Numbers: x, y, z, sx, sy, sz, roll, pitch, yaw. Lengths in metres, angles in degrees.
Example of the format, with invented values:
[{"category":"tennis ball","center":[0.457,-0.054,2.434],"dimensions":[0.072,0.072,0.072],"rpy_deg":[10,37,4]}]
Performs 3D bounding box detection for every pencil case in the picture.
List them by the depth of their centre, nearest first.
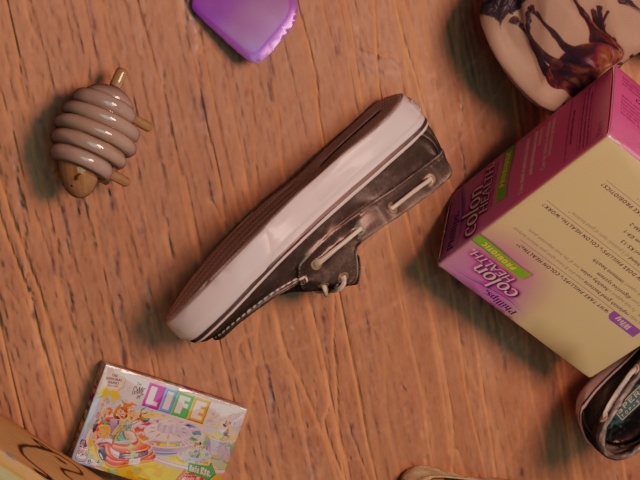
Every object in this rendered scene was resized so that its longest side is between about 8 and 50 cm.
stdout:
[{"category":"pencil case","center":[0.332,-0.284,1.578],"dimensions":[0.183,0.160,0.410],"rpy_deg":[35,130,-19]}]

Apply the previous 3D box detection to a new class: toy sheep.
[{"category":"toy sheep","center":[-0.211,-0.103,1.586],"dimensions":[0.091,0.091,0.132],"rpy_deg":[22,77,-18]}]

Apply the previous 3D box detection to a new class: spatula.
[{"category":"spatula","center":[-0.144,-0.296,1.604],"dimensions":[0.296,0.030,0.084],"rpy_deg":[42,84,-17]}]

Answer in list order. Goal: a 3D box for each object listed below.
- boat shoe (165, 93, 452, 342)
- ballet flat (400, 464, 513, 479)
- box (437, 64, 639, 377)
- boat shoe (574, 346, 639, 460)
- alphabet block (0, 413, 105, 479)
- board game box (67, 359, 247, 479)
[{"category":"boat shoe","center":[0.000,0.000,1.640],"dimensions":[0.335,0.121,0.119],"rpy_deg":[-42,102,-9]},{"category":"ballet flat","center":[0.164,0.277,1.764],"dimensions":[0.168,0.052,0.057],"rpy_deg":[12,94,-18]},{"category":"box","center":[0.280,-0.014,1.657],"dimensions":[0.213,0.117,0.243],"rpy_deg":[36,129,-18]},{"category":"boat shoe","center":[0.386,0.103,1.697],"dimensions":[0.306,0.105,0.113],"rpy_deg":[-40,99,2]},{"category":"alphabet block","center":[-0.296,0.288,1.540],"dimensions":[0.197,0.192,0.193],"rpy_deg":[34,90,-7]},{"category":"board game box","center":[-0.163,0.192,1.669],"dimensions":[0.154,0.026,0.103],"rpy_deg":[19,92,-18]}]
